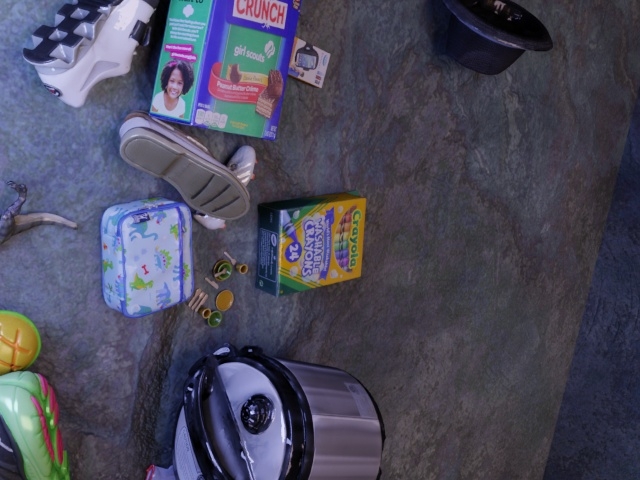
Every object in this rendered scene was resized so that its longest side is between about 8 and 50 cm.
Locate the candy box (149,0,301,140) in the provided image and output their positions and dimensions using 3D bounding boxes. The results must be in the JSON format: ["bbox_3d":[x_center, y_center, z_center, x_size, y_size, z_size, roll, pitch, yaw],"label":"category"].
[{"bbox_3d":[-0.171,-0.366,1.458,0.268,0.122,0.317,-1,104,-59],"label":"candy box"}]

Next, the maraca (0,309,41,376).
[{"bbox_3d":[-0.570,0.187,1.297,0.186,0.099,0.127,-21,109,-11],"label":"maraca"}]

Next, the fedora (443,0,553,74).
[{"bbox_3d":[0.432,-0.526,1.985,0.334,0.334,0.152,-13,142,-42],"label":"fedora"}]

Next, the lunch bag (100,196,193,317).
[{"bbox_3d":[-0.330,0.029,1.488,0.176,0.090,0.218,-14,113,-45],"label":"lunch bag"}]

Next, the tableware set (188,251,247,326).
[{"bbox_3d":[-0.214,0.109,1.673,0.154,0.024,0.104,-57,134,-16],"label":"tableware set"}]

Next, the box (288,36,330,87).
[{"bbox_3d":[-0.030,-0.391,1.694,0.136,0.028,0.081,12,94,-44],"label":"box"}]

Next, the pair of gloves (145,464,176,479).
[{"bbox_3d":[-0.342,0.579,1.699,0.159,0.023,0.198,23,86,-44],"label":"pair of gloves"}]

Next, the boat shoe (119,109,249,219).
[{"bbox_3d":[-0.250,-0.148,1.473,0.113,0.103,0.302,-33,134,22],"label":"boat shoe"}]

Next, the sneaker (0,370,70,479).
[{"bbox_3d":[-0.560,0.431,1.358,0.202,0.185,0.482,-1,116,-7],"label":"sneaker"}]

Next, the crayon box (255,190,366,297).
[{"bbox_3d":[0.000,0.000,1.809,0.323,0.083,0.203,-12,111,-43],"label":"crayon box"}]

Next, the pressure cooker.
[{"bbox_3d":[-0.110,0.423,1.631,0.420,0.370,0.375,20,85,-50],"label":"pressure cooker"}]

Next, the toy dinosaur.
[{"bbox_3d":[-0.539,-0.038,1.281,0.268,0.064,0.118,-22,124,-41],"label":"toy dinosaur"}]

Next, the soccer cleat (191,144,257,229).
[{"bbox_3d":[-0.197,-0.115,1.590,0.076,0.068,0.196,31,84,-42],"label":"soccer cleat"}]

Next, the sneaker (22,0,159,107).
[{"bbox_3d":[-0.360,-0.368,1.327,0.330,0.122,0.146,-52,151,-21],"label":"sneaker"}]
